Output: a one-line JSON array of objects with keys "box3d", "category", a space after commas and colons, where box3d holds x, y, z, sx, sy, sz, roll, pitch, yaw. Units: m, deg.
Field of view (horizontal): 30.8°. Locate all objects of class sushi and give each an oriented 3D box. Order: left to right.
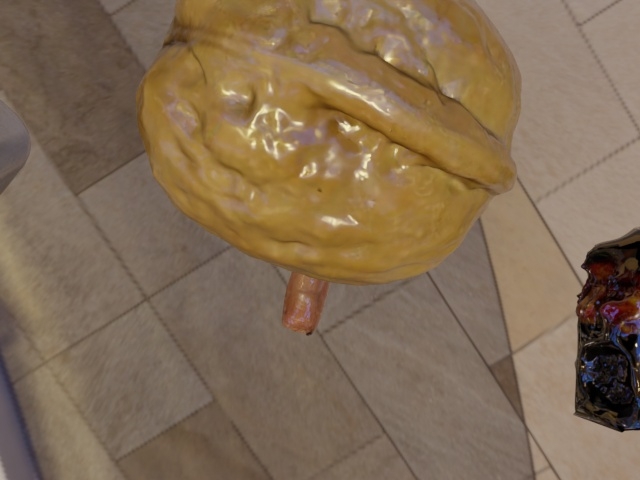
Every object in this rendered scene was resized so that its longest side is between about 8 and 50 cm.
[{"box3d": [0.283, 0.063, 0.924, 0.172, 0.153, 0.150, -1, 94, -21], "category": "sushi"}]

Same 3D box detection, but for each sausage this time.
[{"box3d": [0.000, 0.000, 1.076, 0.043, 0.043, 0.186, 17, 66, -4], "category": "sausage"}]

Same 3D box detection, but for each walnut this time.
[{"box3d": [0.012, -0.086, 0.781, 0.257, 0.257, 0.224, 24, 90, -6], "category": "walnut"}]

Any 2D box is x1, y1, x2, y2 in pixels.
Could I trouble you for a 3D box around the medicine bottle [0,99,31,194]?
[{"box3d": [-0.498, -0.163, 1.211, 0.375, 0.282, 0.123, 42, 113, 0], "category": "medicine bottle"}]
